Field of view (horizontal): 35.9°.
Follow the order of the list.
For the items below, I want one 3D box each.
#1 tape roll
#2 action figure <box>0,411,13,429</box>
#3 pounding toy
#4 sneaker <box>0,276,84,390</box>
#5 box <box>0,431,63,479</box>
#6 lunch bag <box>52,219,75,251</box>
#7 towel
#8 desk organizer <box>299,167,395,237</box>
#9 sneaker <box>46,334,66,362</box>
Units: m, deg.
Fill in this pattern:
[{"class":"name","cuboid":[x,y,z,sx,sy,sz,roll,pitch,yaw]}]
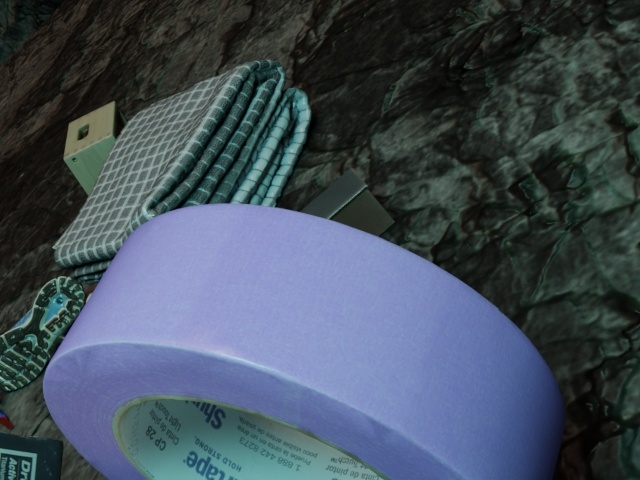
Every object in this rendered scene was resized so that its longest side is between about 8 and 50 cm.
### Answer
[{"class":"tape roll","cuboid":[-0.010,0.103,0.550,0.275,0.275,0.090,-13,42,41]},{"class":"action figure","cuboid":[-0.381,0.195,1.128,0.038,0.030,0.115,-54,29,-9]},{"class":"pounding toy","cuboid":[-0.283,-0.097,1.308,0.100,0.130,0.141,-25,32,5]},{"class":"sneaker","cuboid":[-0.329,0.110,1.161,0.162,0.063,0.073,-47,3,2]},{"class":"box","cuboid":[-0.336,0.254,0.588,0.183,0.294,0.296,-20,60,38]},{"class":"lunch bag","cuboid":[-0.298,0.002,1.254,0.071,0.053,0.083,-51,5,-14]},{"class":"towel","cuboid":[-0.160,-0.066,1.110,0.235,0.121,0.283,-12,41,43]},{"class":"desk organizer","cuboid":[0.000,0.000,0.901,0.130,0.050,0.047,-40,29,3]},{"class":"sneaker","cuboid":[-0.222,0.139,0.959,0.178,0.077,0.072,10,59,54]}]
